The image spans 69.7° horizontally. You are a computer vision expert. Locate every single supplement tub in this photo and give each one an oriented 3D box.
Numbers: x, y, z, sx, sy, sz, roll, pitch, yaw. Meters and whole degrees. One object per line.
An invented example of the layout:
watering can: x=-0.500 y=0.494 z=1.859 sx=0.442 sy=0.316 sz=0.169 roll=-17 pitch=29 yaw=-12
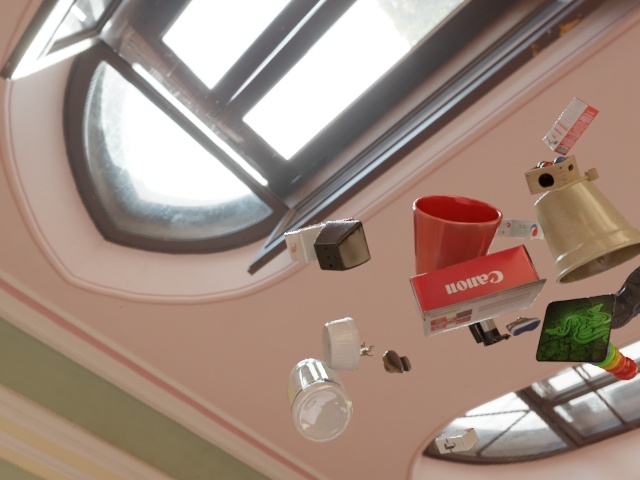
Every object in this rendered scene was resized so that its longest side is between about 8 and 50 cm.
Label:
supplement tub: x=-0.015 y=0.632 z=1.864 sx=0.235 sy=0.235 sz=0.325 roll=48 pitch=177 yaw=-11

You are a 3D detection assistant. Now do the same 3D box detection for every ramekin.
ramekin: x=0.076 y=0.412 z=1.811 sx=0.109 sy=0.207 sz=0.207 roll=-2 pitch=-131 yaw=-12

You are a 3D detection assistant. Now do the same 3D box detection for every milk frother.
milk frother: x=0.698 y=0.354 z=1.881 sx=0.129 sy=0.143 sz=0.135 roll=-5 pitch=-112 yaw=-47

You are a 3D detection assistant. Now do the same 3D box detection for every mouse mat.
mouse mat: x=0.555 y=0.195 z=1.009 sx=0.007 sy=0.189 sz=0.153 roll=27 pitch=-110 yaw=-11

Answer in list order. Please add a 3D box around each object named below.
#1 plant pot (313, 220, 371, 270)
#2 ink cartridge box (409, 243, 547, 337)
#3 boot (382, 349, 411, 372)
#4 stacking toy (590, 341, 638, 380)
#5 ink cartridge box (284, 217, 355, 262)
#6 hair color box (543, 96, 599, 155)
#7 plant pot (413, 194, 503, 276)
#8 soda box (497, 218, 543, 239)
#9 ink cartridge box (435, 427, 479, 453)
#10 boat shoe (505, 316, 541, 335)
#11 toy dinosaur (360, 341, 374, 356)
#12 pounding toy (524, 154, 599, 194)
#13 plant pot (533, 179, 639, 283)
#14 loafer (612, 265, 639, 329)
plant pot: x=0.080 y=0.036 z=1.962 sx=0.167 sy=0.188 sz=0.187 roll=-39 pitch=-60 yaw=-46
ink cartridge box: x=0.406 y=0.131 z=1.225 sx=0.272 sy=0.309 sz=0.130 roll=61 pitch=-167 yaw=-63
boot: x=0.360 y=0.629 z=2.310 sx=0.305 sy=0.115 sz=0.112 roll=37 pitch=-146 yaw=-55
stacking toy: x=1.008 y=0.408 z=1.645 sx=0.330 sy=0.141 sz=0.141 roll=31 pitch=-149 yaw=-13
ink cartridge box: x=0.000 y=0.000 z=2.290 sx=0.384 sy=0.279 sz=0.160 roll=180 pitch=75 yaw=-76
hair color box: x=0.831 y=-0.380 z=1.531 sx=0.053 sy=0.167 sz=0.093 roll=20 pitch=-147 yaw=-14
plant pot: x=0.414 y=0.009 z=1.461 sx=0.275 sy=0.243 sz=0.275 roll=3 pitch=-156 yaw=-2
soda box: x=0.828 y=-0.044 z=1.893 sx=0.216 sy=0.069 sz=0.074 roll=4 pitch=-89 yaw=-31
ink cartridge box: x=0.547 y=0.802 z=1.839 sx=0.099 sy=0.135 sz=0.056 roll=-7 pitch=-110 yaw=-45
boat shoe: x=0.931 y=0.379 z=2.108 sx=0.183 sy=0.066 sz=0.066 roll=-9 pitch=-147 yaw=-25
toy dinosaur: x=0.219 y=0.564 z=2.309 sx=0.183 sy=0.092 sz=0.053 roll=-26 pitch=-75 yaw=-68
pounding toy: x=0.792 y=-0.224 z=1.510 sx=0.181 sy=0.206 sz=0.094 roll=-26 pitch=-81 yaw=-41
plant pot: x=0.962 y=-0.045 z=1.695 sx=0.334 sy=0.334 sz=0.305 roll=16 pitch=-132 yaw=-51
loafer: x=0.969 y=0.150 z=1.373 sx=0.095 sy=0.302 sz=0.109 roll=-3 pitch=-133 yaw=-34
